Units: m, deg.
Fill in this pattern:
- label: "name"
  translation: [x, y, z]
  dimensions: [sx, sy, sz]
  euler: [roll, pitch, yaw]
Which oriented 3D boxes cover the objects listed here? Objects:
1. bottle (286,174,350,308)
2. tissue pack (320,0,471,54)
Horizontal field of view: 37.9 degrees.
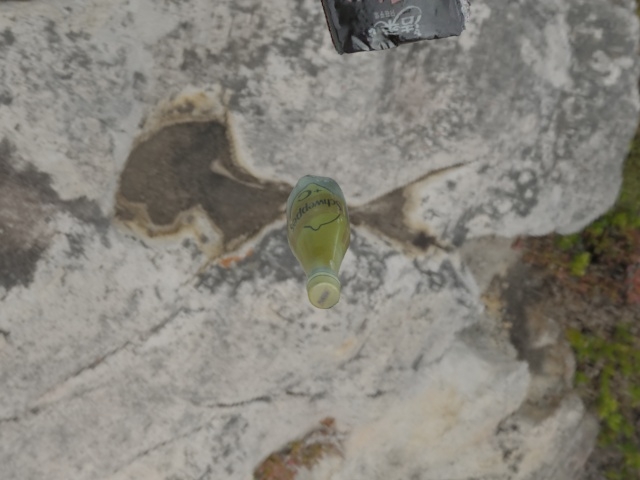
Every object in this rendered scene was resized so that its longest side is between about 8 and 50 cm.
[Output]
- label: "bottle"
  translation: [0.000, 0.000, 1.169]
  dimensions: [0.083, 0.269, 0.083]
  euler: [-2, 118, -3]
- label: "tissue pack"
  translation: [0.094, -0.474, 1.497]
  dimensions: [0.123, 0.245, 0.332]
  euler: [-64, 142, -49]
